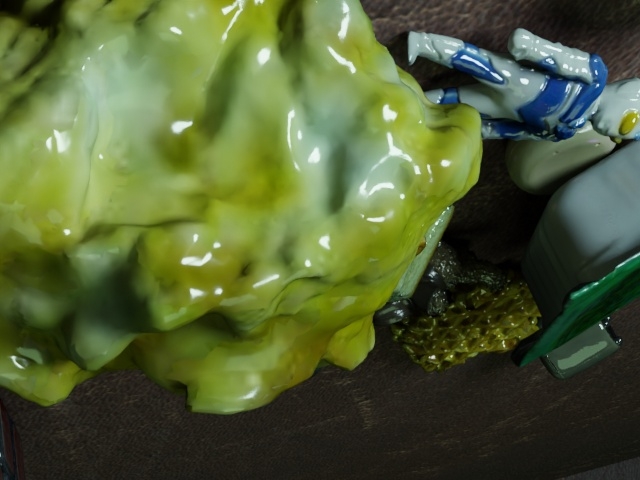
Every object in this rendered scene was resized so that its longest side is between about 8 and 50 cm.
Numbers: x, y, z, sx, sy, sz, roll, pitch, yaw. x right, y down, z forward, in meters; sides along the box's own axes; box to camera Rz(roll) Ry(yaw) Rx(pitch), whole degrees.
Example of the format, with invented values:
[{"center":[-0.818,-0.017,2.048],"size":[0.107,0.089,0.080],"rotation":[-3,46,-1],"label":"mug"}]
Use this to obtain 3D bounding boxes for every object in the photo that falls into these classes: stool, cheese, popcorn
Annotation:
[{"center":[0.354,0.135,1.309],"size":[0.110,0.096,0.096],"rotation":[-31,150,19],"label":"stool"},{"center":[0.223,-0.099,0.831],"size":[0.092,0.047,0.171],"rotation":[-5,151,-22],"label":"cheese"},{"center":[-0.097,-0.031,0.597],"size":[0.334,0.293,0.292],"rotation":[17,175,-18],"label":"popcorn"}]

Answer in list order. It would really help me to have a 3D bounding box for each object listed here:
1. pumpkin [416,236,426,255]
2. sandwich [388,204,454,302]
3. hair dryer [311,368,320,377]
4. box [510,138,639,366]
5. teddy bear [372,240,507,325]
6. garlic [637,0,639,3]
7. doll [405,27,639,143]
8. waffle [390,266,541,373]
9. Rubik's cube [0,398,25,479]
[{"center":[0.000,0.000,0.827],"size":[0.183,0.107,0.119],"rotation":[-36,126,20],"label":"pumpkin"},{"center":[0.024,0.031,0.926],"size":[0.244,0.088,0.090],"rotation":[-23,156,13],"label":"sandwich"},{"center":[-0.098,0.139,1.118],"size":[0.198,0.057,0.100],"rotation":[-12,152,3],"label":"hair dryer"},{"center":[0.296,-0.007,0.922],"size":[0.264,0.106,0.336],"rotation":[-31,162,-6],"label":"box"},{"center":[0.112,0.035,0.992],"size":[0.160,0.119,0.078],"rotation":[-22,118,-22],"label":"teddy bear"},{"center":[0.265,-0.204,0.634],"size":[0.198,0.090,0.128],"rotation":[7,131,-27],"label":"garlic"},{"center":[0.170,-0.112,0.725],"size":[0.227,0.057,0.114],"rotation":[4,145,-6],"label":"doll"},{"center":[0.204,0.102,1.210],"size":[0.229,0.051,0.231],"rotation":[-21,153,16],"label":"waffle"},{"center":[-0.474,0.329,0.988],"size":[0.301,0.304,0.305],"rotation":[-9,151,-14],"label":"Rubik's cube"}]
